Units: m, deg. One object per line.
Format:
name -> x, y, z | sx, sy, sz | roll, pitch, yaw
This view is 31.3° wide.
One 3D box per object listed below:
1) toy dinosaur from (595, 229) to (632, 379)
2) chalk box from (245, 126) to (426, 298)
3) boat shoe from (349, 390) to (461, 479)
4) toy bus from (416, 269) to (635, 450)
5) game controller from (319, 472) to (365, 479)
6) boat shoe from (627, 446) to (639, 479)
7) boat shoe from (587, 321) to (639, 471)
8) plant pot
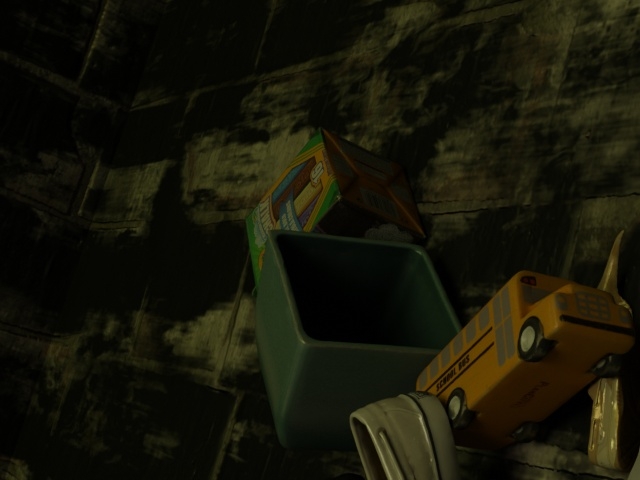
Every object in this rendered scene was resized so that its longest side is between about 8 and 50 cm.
toy dinosaur -> 0.334, 0.082, 1.375 | 0.093, 0.053, 0.183 | -1, 77, 43
chalk box -> 0.000, 0.000, 1.837 | 0.289, 0.180, 0.179 | -47, 35, 30
boat shoe -> 0.098, 0.367, 1.334 | 0.136, 0.157, 0.367 | 150, 111, -66
toy bus -> 0.232, 0.145, 1.350 | 0.332, 0.108, 0.130 | 124, 154, -50
game controller -> -0.039, 0.462, 1.581 | 0.319, 0.067, 0.166 | -56, 11, -27
boat shoe -> 0.362, 0.236, 1.215 | 0.049, 0.040, 0.142 | 0, 70, 50
boat shoe -> 0.330, 0.174, 1.288 | 0.059, 0.063, 0.170 | -10, 62, 50
plant pot -> 0.031, 0.166, 1.625 | 0.247, 0.248, 0.252 | -110, 32, -51
